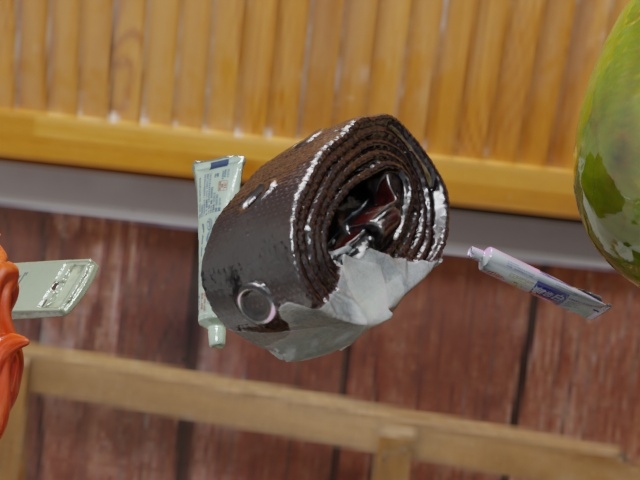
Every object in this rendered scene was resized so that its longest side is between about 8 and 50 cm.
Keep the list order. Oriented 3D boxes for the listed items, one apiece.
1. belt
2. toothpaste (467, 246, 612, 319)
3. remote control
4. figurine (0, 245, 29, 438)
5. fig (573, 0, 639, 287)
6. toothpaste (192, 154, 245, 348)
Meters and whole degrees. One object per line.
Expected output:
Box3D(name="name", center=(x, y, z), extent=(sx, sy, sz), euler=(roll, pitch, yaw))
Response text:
Box3D(name="belt", center=(0.000, 0.000, 1.292), extent=(0.184, 0.164, 0.289), euler=(61, -142, -12))
Box3D(name="toothpaste", center=(0.236, 0.046, 1.445), extent=(0.045, 0.169, 0.028), euler=(-48, 21, 54))
Box3D(name="remote control", center=(-0.512, 0.091, 2.411), extent=(0.038, 0.285, 0.123), euler=(48, -126, -32))
Box3D(name="figurine", center=(-0.380, 0.066, 1.262), extent=(0.257, 0.181, 0.208), euler=(50, 179, -26))
Box3D(name="fig", center=(0.357, -0.107, 1.240), extent=(0.258, 0.258, 0.326), euler=(100, 166, -75))
Box3D(name="toothpaste", center=(-0.135, 0.012, 1.732), extent=(0.069, 0.047, 0.268), euler=(-25, 58, 44))
